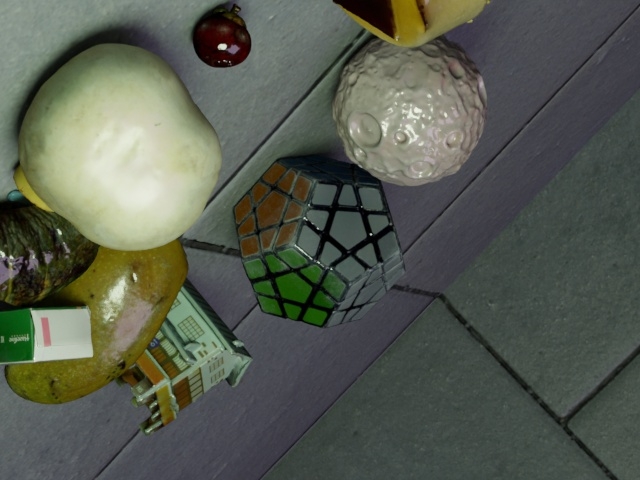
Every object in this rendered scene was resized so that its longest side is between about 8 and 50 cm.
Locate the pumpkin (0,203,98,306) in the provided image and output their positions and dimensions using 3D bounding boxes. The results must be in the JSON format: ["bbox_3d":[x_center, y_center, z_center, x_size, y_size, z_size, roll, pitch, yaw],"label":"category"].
[{"bbox_3d":[-0.368,0.010,1.743,0.163,0.111,0.278,-27,161,6],"label":"pumpkin"}]

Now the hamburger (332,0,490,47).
[{"bbox_3d":[0.095,-0.386,1.613,0.170,0.302,0.302,-45,161,-14],"label":"hamburger"}]

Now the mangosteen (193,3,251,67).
[{"bbox_3d":[-0.134,-0.271,1.734,0.081,0.081,0.081,-37,159,-17],"label":"mangosteen"}]

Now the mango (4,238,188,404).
[{"bbox_3d":[-0.332,0.113,1.940,0.329,0.177,0.175,-61,166,-6],"label":"mango"}]

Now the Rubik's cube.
[{"bbox_3d":[0.000,0.000,2.248,0.319,0.319,0.264,-13,118,-54],"label":"Rubik's cube"}]

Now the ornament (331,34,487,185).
[{"bbox_3d":[0.140,-0.213,2.106,0.225,0.259,0.259,-30,157,-45],"label":"ornament"}]

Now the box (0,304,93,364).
[{"bbox_3d":[-0.443,0.139,1.826,0.199,0.081,0.135,-9,174,25],"label":"box"}]

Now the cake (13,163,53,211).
[{"bbox_3d":[-0.360,-0.078,1.685,0.044,0.084,0.084,-48,160,19],"label":"cake"}]

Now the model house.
[{"bbox_3d":[-0.265,0.180,2.177,0.215,0.224,0.198,-36,158,-17],"label":"model house"}]

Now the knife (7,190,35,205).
[{"bbox_3d":[-0.397,-0.056,1.764,0.027,0.010,0.096,-47,157,12],"label":"knife"}]

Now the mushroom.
[{"bbox_3d":[-0.256,-0.122,1.640,0.254,0.234,0.260,4,103,-16],"label":"mushroom"}]
